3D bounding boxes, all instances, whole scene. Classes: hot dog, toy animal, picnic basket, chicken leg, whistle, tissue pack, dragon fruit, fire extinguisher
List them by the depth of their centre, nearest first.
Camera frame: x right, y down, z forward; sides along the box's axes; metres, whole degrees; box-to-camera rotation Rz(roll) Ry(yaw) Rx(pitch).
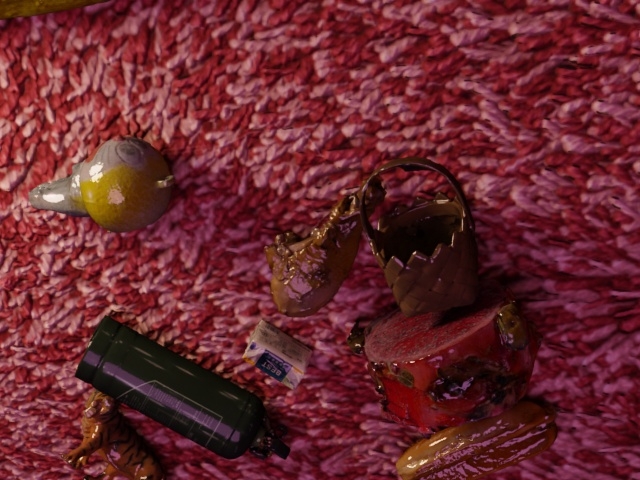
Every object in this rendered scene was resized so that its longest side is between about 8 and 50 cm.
[{"bbox_3d":[0.116,-0.013,1.518,0.128,0.138,0.179,-13,117,12],"label":"picnic basket"},{"bbox_3d":[0.159,0.150,1.577,0.282,0.211,0.147,-12,112,47],"label":"dragon fruit"},{"bbox_3d":[0.003,0.002,1.593,0.101,0.085,0.207,38,111,6],"label":"chicken leg"},{"bbox_3d":[-0.272,-0.072,1.598,0.223,0.123,0.123,-2,119,31],"label":"whistle"},{"bbox_3d":[-0.056,0.150,1.692,0.083,0.062,0.042,31,117,-6],"label":"tissue pack"},{"bbox_3d":[0.210,0.267,1.700,0.235,0.062,0.092,-24,127,18],"label":"hot dog"},{"bbox_3d":[-0.174,0.215,1.742,0.311,0.095,0.114,29,165,-3],"label":"fire extinguisher"},{"bbox_3d":[-0.263,0.322,1.828,0.116,0.114,0.255,-47,111,-15],"label":"toy animal"}]

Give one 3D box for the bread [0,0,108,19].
[{"bbox_3d":[-0.403,-0.317,1.469,0.383,0.112,0.166,-5,130,15],"label":"bread"}]
